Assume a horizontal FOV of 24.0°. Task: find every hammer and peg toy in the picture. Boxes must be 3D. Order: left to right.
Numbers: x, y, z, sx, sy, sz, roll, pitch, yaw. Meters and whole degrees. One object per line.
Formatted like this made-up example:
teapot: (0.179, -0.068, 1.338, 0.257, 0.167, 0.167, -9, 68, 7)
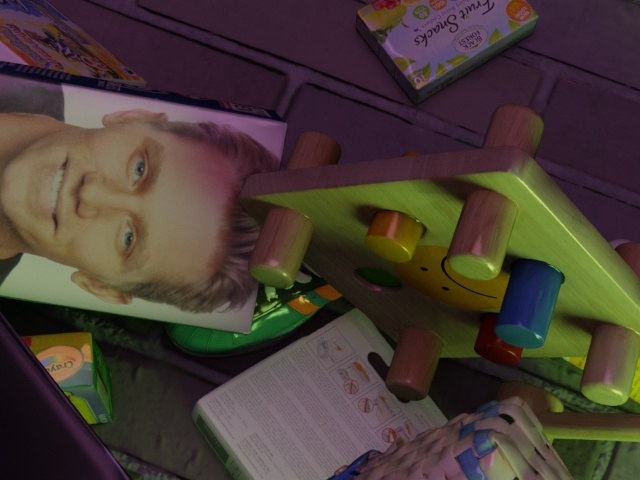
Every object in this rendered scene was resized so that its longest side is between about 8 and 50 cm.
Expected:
hammer and peg toy: (0.140, 0.044, 1.142, 0.266, 0.361, 0.127, -5, 55, 42)

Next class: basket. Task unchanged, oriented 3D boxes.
basket: (0.081, 0.274, 1.112, 0.289, 0.201, 0.255, -35, 88, 13)

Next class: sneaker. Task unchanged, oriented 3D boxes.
sneaker: (0.000, 0.000, 1.290, 0.302, 0.121, 0.108, -26, 72, -9)

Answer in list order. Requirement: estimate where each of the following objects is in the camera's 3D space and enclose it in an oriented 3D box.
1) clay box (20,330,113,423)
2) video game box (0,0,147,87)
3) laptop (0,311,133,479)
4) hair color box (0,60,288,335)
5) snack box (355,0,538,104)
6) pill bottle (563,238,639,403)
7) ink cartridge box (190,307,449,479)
clay box: (-0.289, 0.123, 1.238, 0.222, 0.127, 0.053, -6, 70, -2)
video game box: (-0.278, -0.185, 1.326, 0.205, 0.187, 0.048, 39, 109, 14)
laptop: (-0.375, 0.188, 1.118, 0.236, 0.408, 0.382, -30, 71, -34)
hair color box: (-0.212, -0.044, 1.174, 0.347, 0.105, 0.174, 9, 98, -9)
snack box: (0.118, -0.205, 1.414, 0.141, 0.037, 0.100, -33, 74, -12)
pill bottle: (0.270, 0.071, 1.268, 0.208, 0.117, 0.118, 31, 72, 11)
ink cartridge box: (0.001, 0.156, 1.285, 0.179, 0.045, 0.145, -28, 70, -30)
